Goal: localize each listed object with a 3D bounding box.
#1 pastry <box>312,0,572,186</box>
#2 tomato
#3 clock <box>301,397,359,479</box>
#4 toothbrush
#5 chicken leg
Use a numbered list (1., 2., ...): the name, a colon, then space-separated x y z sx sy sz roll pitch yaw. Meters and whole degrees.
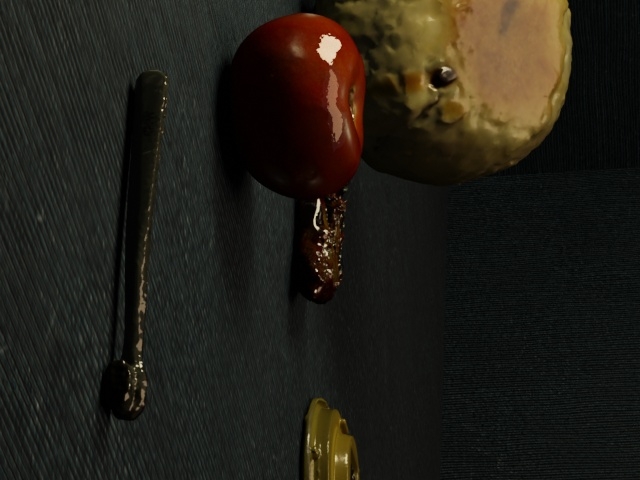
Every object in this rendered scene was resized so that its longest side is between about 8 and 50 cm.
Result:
1. pastry: 0.153 -0.260 2.157 0.313 0.389 0.388 7 -77 59
2. tomato: -0.026 -0.140 1.625 0.195 0.136 0.195 -1 90 -79
3. clock: 0.020 0.316 1.998 0.237 0.057 0.237 -4 90 -82
4. toothbrush: -0.141 -0.005 1.201 0.030 0.030 0.297 52 35 -57
5. chicken leg: 0.000 0.000 1.962 0.105 0.063 0.233 67 22 -52
